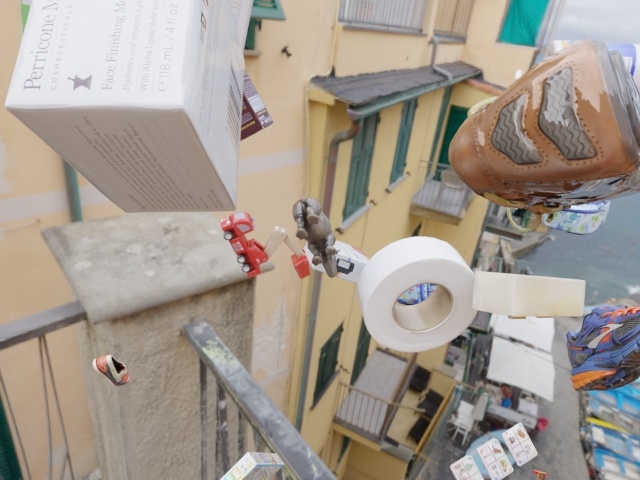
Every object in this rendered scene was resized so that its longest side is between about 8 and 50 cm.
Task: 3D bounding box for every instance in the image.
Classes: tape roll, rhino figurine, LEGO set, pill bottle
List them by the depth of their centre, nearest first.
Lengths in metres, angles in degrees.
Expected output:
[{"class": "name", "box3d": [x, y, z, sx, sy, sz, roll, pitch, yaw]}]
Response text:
[{"class": "LEGO set", "box3d": [0.403, 0.536, 0.971, 0.182, 0.244, 0.060, -28, -3, -9]}, {"class": "rhino figurine", "box3d": [0.000, 0.000, 1.043, 0.073, 0.243, 0.106, -19, 43, 8]}, {"class": "tape roll", "box3d": [0.233, 0.136, 1.108, 0.286, 0.286, 0.100, 2, 31, -10]}, {"class": "pill bottle", "box3d": [0.701, -0.410, 1.132, 0.272, 0.152, 0.152, 8, 26, 11]}]

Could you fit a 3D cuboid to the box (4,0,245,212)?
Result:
[{"class": "box", "box3d": [-0.142, -0.139, 0.397, 0.119, 0.181, 0.182, -1, -18, 1]}]

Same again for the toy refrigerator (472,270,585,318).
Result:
[{"class": "toy refrigerator", "box3d": [0.469, 0.125, 1.020, 0.270, 0.094, 0.102, 7, -2, -33]}]

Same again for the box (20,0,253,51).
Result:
[{"class": "box", "box3d": [-0.180, -0.312, 0.479, 0.232, 0.322, 0.058, 10, 29, -18]}]

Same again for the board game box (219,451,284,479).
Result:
[{"class": "board game box", "box3d": [-0.131, 0.421, 0.802, 0.103, 0.154, 0.026, -43, 62, -9]}]

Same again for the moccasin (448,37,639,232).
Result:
[{"class": "moccasin", "box3d": [0.237, -0.084, 0.451, 0.147, 0.139, 0.380, -17, 2, 38]}]

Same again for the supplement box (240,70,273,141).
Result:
[{"class": "supplement box", "box3d": [-0.226, -0.344, 1.046, 0.130, 0.239, 0.073, -20, 18, 27]}]

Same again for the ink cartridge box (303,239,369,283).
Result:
[{"class": "ink cartridge box", "box3d": [0.049, 0.052, 1.325, 0.175, 0.072, 0.127, 20, 16, -25]}]

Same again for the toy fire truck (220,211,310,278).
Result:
[{"class": "toy fire truck", "box3d": [-0.111, 0.012, 0.959, 0.135, 0.192, 0.047, -22, 32, 0]}]

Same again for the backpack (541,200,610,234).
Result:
[{"class": "backpack", "box3d": [0.473, -0.063, 0.853, 0.105, 0.084, 0.114, 17, 31, 39]}]

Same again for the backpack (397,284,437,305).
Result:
[{"class": "backpack", "box3d": [0.319, 0.122, 1.361, 0.173, 0.158, 0.117, 1, 1, 31]}]

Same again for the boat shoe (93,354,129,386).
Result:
[{"class": "boat shoe", "box3d": [-0.498, 0.316, 1.112, 0.043, 0.137, 0.049, -21, 53, -5]}]

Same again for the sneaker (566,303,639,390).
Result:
[{"class": "sneaker", "box3d": [0.355, 0.107, 0.536, 0.083, 0.221, 0.087, 0, 55, -12]}]
